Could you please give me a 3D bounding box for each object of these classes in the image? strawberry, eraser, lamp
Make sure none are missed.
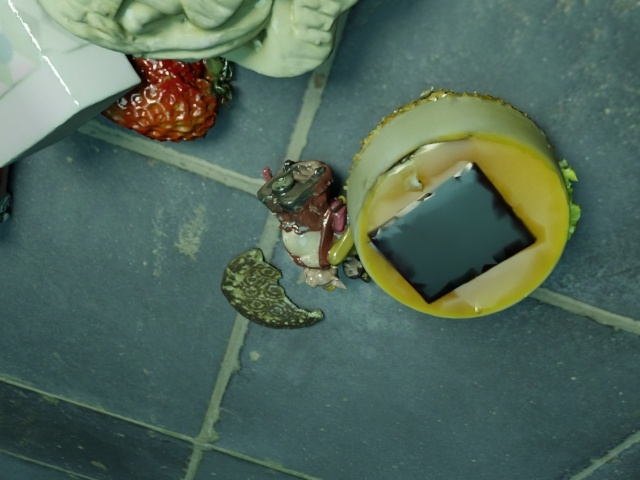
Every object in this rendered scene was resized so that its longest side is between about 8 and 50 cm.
[{"bbox_3d":[-0.236,-0.201,0.688,0.236,0.106,0.175,2,128,11],"label":"strawberry"},{"bbox_3d":[-0.393,-0.301,0.592,0.213,0.082,0.396,-23,105,28],"label":"eraser"},{"bbox_3d":[0.000,0.000,0.795,0.118,0.118,0.253,-7,132,17],"label":"lamp"}]

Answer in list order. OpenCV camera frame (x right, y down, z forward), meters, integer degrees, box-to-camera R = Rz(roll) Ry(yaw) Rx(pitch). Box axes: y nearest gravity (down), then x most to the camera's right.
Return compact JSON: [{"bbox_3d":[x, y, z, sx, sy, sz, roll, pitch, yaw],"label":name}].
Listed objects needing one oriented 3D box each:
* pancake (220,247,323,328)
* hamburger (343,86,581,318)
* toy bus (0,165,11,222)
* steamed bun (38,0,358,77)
[{"bbox_3d":[-0.087,0.090,0.946,0.184,0.020,0.190,5,130,9],"label":"pancake"},{"bbox_3d":[0.171,-0.041,0.684,0.276,0.179,0.294,-39,107,24],"label":"hamburger"},{"bbox_3d":[-0.549,-0.111,0.816,0.121,0.119,0.265,27,129,-11],"label":"toy bus"},{"bbox_3d":[-0.074,-0.331,0.470,0.394,0.237,0.346,-26,155,-8],"label":"steamed bun"}]
